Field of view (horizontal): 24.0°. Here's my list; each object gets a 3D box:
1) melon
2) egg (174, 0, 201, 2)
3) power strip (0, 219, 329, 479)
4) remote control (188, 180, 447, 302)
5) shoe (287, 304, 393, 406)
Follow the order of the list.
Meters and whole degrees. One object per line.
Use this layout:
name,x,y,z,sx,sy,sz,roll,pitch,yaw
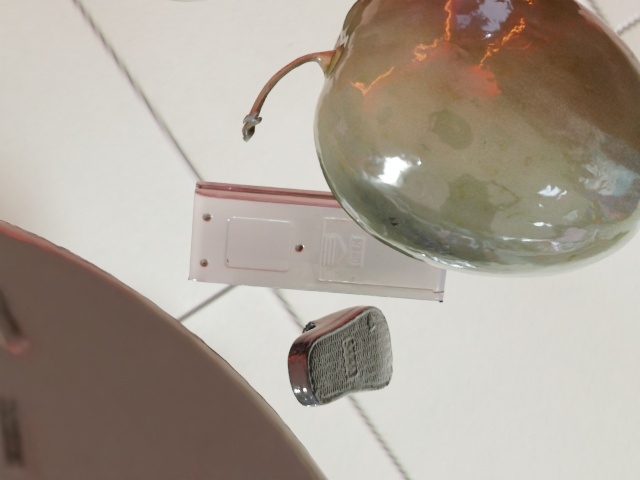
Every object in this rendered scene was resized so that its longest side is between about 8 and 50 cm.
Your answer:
melon,0.134,-0.096,1.247,0.272,0.272,0.308,-41,108,20
egg,-0.129,-0.422,1.671,0.345,0.283,0.283,-32,96,33
power strip,-0.128,0.155,0.374,0.161,0.357,0.357,-33,96,34
remote control,0.000,0.000,1.620,0.277,0.055,0.103,5,110,-2
shoe,0.005,0.140,1.804,0.093,0.241,0.108,-6,93,27
